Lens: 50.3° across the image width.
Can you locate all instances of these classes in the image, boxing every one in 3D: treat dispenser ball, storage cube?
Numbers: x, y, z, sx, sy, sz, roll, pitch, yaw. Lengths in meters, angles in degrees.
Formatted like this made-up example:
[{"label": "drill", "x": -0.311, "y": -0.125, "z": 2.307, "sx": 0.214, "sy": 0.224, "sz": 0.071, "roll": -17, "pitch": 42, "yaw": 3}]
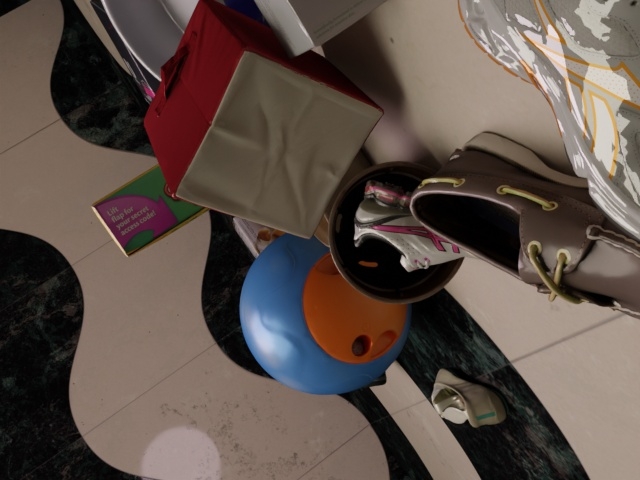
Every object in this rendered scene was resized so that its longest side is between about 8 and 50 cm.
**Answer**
[{"label": "treat dispenser ball", "x": 0.009, "y": 0.114, "z": 1.149, "sx": 0.288, "sy": 0.288, "sz": 0.288, "roll": 52, "pitch": 168, "yaw": 16}, {"label": "storage cube", "x": -0.077, "y": -0.143, "z": 0.808, "sx": 0.215, "sy": 0.183, "sz": 0.193, "roll": 18, "pitch": -157, "yaw": -33}]

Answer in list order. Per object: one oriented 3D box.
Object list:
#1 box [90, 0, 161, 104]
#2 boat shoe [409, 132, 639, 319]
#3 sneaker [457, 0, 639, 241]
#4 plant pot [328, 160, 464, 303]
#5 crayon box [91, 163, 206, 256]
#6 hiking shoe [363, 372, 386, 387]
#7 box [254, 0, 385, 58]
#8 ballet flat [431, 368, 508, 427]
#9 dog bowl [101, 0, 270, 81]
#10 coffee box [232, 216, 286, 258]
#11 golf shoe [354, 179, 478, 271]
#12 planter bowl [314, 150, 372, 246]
[{"label": "box", "x": -0.364, "y": -0.427, "z": 1.512, "sx": 0.165, "sy": 0.143, "sz": 0.270, "roll": 41, "pitch": 161, "yaw": 49}, {"label": "boat shoe", "x": 0.197, "y": 0.000, "z": 0.563, "sx": 0.324, "sy": 0.097, "sz": 0.116, "roll": 40, "pitch": 160, "yaw": 53}, {"label": "sneaker", "x": 0.180, "y": -0.100, "z": 0.374, "sx": 0.262, "sy": 0.099, "sz": 0.121, "roll": 51, "pitch": 163, "yaw": 14}, {"label": "plant pot", "x": 0.081, "y": -0.012, "z": 0.868, "sx": 0.167, "sy": 0.167, "sz": 0.165, "roll": 57, "pitch": 175, "yaw": -6}, {"label": "crayon box", "x": -0.197, "y": -0.110, "z": 1.171, "sx": 0.106, "sy": 0.363, "sz": 0.313, "roll": 57, "pitch": 169, "yaw": -9}, {"label": "hiking shoe", "x": 0.100, "y": 0.253, "z": 1.708, "sx": 0.304, "sy": 0.113, "sz": 0.132, "roll": -139, "pitch": 48, "yaw": -70}, {"label": "box", "x": -0.006, "y": -0.251, "z": 0.668, "sx": 0.102, "sy": 0.101, "sz": 0.087, "roll": 57, "pitch": 168, "yaw": -15}, {"label": "ballet flat", "x": 0.240, "y": 0.281, "z": 1.205, "sx": 0.086, "sy": 0.086, "sz": 0.248, "roll": 56, "pitch": 169, "yaw": -2}, {"label": "dog bowl", "x": -0.203, "y": -0.346, "z": 0.999, "sx": 0.265, "sy": 0.104, "sz": 0.265, "roll": 33, "pitch": 150, "yaw": 22}, {"label": "coffee box", "x": -0.083, "y": 0.019, "z": 1.627, "sx": 0.246, "sy": 0.141, "sz": 0.098, "roll": 55, "pitch": 169, "yaw": 8}, {"label": "golf shoe", "x": 0.126, "y": -0.001, "z": 0.744, "sx": 0.186, "sy": 0.086, "sz": 0.067, "roll": 20, "pitch": -175, "yaw": 17}, {"label": "planter bowl", "x": 0.016, "y": -0.085, "z": 1.019, "sx": 0.162, "sy": 0.109, "sz": 0.162, "roll": 51, "pitch": 168, "yaw": 16}]
